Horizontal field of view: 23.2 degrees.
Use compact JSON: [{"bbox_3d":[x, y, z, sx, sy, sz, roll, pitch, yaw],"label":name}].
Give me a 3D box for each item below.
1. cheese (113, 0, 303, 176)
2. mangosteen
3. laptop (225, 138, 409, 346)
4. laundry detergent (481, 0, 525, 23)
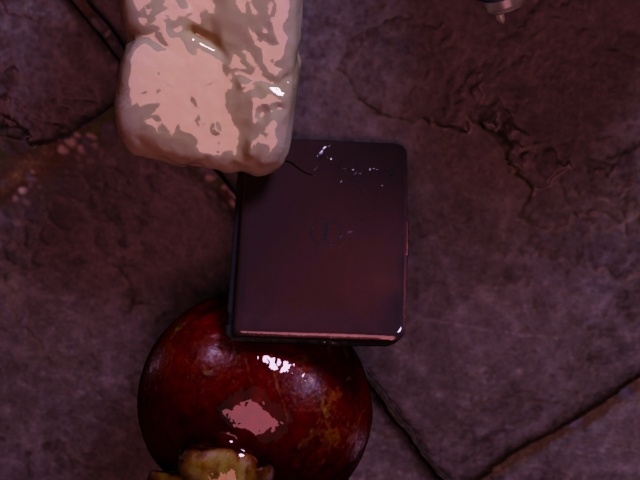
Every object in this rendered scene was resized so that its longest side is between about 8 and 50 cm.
[{"bbox_3d":[-0.092,-0.190,1.335,0.159,0.093,0.262,6,104,-2],"label":"cheese"},{"bbox_3d":[-0.068,0.169,1.374,0.215,0.257,0.215,11,131,12],"label":"mangosteen"},{"bbox_3d":[0.000,0.000,1.357,0.154,0.207,0.026,2,146,0],"label":"laptop"},{"bbox_3d":[0.134,-0.282,1.313,0.097,0.061,0.206,-17,108,6],"label":"laundry detergent"}]
